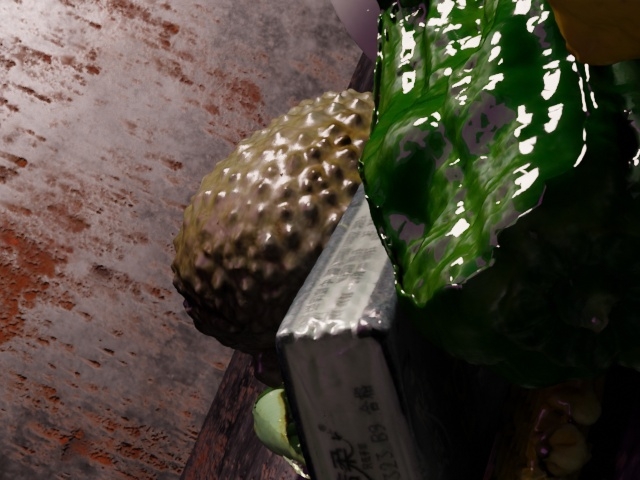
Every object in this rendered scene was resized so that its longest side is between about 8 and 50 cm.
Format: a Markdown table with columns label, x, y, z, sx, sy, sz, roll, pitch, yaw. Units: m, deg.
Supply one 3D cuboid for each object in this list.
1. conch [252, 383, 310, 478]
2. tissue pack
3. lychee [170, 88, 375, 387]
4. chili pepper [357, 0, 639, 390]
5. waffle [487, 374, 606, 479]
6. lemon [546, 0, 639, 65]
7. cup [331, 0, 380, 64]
| label | x | y | z | sx | sy | sz | roll | pitch | yaw |
| --- | --- | --- | --- | --- | --- | --- | --- | --- | --- |
| conch | -0.015 | 0.188 | 1.834 | 0.170 | 0.079 | 0.105 | 33 | 106 | 67 |
| tissue pack | 0.054 | 0.078 | 1.118 | 0.257 | 0.081 | 0.185 | -61 | -42 | -60 |
| lychee | 0.000 | 0.000 | 1.545 | 0.255 | 0.255 | 0.274 | 157 | 126 | -80 |
| chili pepper | 0.129 | -0.065 | 1.018 | 0.213 | 0.167 | 0.385 | -45 | 31 | 23 |
| waffle | 0.135 | 0.119 | 1.054 | 0.169 | 0.036 | 0.183 | 113 | 177 | -51 |
| lemon | 0.198 | -0.218 | 0.850 | 0.267 | 0.267 | 0.267 | -156 | 90 | -83 |
| cup | 0.163 | -0.259 | 1.243 | 0.253 | 0.253 | 0.371 | -68 | 10 | -16 |
